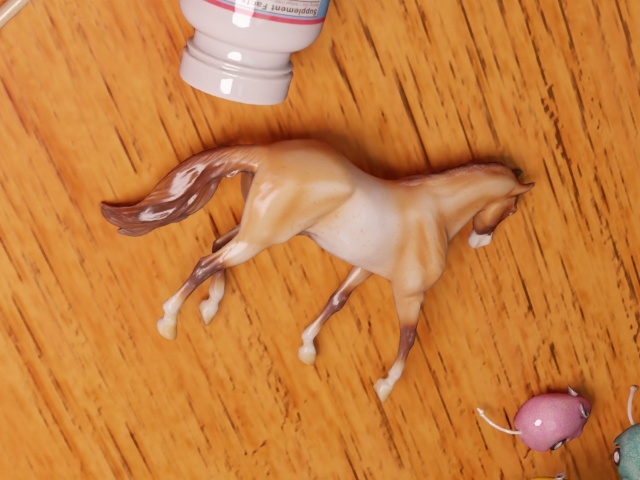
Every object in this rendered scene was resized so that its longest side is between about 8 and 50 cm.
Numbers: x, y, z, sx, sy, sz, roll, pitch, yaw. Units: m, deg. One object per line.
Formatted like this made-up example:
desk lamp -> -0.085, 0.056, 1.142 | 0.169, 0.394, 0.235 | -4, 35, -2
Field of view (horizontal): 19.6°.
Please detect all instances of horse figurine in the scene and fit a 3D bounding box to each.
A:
horse figurine -> 0.000, 0.000, 1.162 | 0.263, 0.066, 0.174 | 20, 110, -30

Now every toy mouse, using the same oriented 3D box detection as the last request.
toy mouse -> 0.193, 0.140, 1.282 | 0.143, 0.161, 0.031 | -45, 165, -35

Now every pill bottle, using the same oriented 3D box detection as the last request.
pill bottle -> -0.032, -0.164, 1.061 | 0.087, 0.087, 0.160 | 6, 111, -24

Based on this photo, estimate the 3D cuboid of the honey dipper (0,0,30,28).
honey dipper -> -0.142, -0.163, 1.054 | 0.160, 0.030, 0.030 | -44, 121, 5
